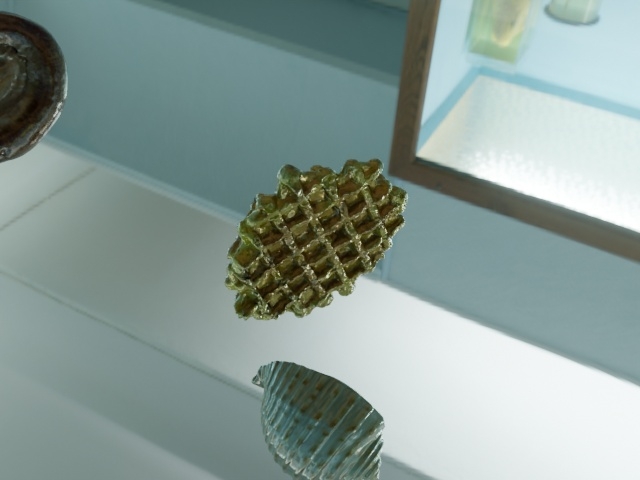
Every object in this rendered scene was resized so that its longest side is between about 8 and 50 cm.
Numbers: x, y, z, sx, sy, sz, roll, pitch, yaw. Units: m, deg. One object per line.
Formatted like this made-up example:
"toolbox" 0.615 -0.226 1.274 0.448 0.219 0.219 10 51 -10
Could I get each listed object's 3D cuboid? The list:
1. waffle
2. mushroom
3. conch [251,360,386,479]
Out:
"waffle" 0.000 0.000 0.965 0.238 0.243 0.059 5 -146 -37
"mushroom" -0.317 -0.109 0.654 0.227 0.148 0.217 -30 -154 -12
"conch" -0.001 0.191 0.780 0.153 0.135 0.102 26 -129 -13
